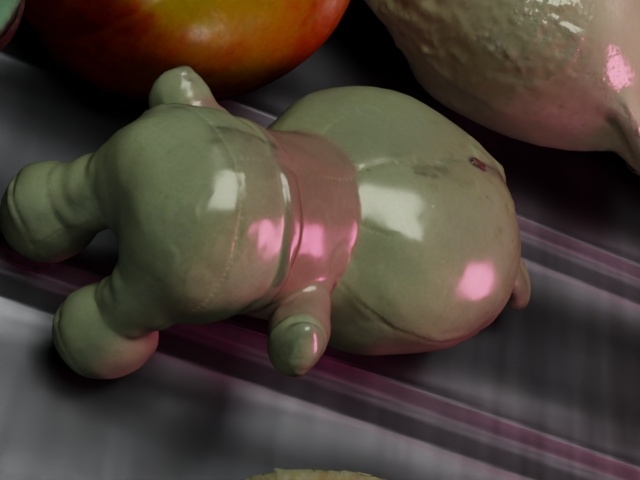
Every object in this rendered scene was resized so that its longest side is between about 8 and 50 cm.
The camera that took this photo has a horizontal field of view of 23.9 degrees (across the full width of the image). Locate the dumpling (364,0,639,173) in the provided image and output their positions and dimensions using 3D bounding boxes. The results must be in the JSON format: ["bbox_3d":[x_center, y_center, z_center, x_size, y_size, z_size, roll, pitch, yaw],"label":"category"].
[{"bbox_3d":[0.117,-0.133,0.829,0.216,0.126,0.166,16,51,20],"label":"dumpling"}]

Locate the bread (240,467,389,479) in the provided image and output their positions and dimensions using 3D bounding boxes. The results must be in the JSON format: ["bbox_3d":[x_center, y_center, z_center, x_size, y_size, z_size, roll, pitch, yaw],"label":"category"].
[{"bbox_3d":[0.021,0.214,0.581,0.267,0.040,0.267,16,52,-22],"label":"bread"}]

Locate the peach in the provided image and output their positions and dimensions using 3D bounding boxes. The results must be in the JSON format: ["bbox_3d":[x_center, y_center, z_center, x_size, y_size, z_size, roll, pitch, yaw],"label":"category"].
[{"bbox_3d":[-0.074,-0.159,0.739,0.190,0.192,0.190,-3,97,-26],"label":"peach"}]

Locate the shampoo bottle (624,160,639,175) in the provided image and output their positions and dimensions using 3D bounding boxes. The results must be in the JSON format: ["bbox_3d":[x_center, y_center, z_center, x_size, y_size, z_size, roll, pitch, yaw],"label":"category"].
[{"bbox_3d":[0.283,-0.031,0.891,0.205,0.065,0.065,23,49,-8],"label":"shampoo bottle"}]

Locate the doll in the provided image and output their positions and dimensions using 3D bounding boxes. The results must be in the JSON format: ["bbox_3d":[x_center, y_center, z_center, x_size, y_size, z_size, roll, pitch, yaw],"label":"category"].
[{"bbox_3d":[0.003,-0.007,0.680,0.275,0.113,0.154,-3,58,-32],"label":"doll"}]

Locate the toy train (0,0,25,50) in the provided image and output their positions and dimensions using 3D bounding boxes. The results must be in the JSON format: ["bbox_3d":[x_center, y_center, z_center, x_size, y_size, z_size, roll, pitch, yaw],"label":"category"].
[{"bbox_3d":[-0.250,-0.115,0.595,0.222,0.150,0.304,-16,69,-27],"label":"toy train"}]
